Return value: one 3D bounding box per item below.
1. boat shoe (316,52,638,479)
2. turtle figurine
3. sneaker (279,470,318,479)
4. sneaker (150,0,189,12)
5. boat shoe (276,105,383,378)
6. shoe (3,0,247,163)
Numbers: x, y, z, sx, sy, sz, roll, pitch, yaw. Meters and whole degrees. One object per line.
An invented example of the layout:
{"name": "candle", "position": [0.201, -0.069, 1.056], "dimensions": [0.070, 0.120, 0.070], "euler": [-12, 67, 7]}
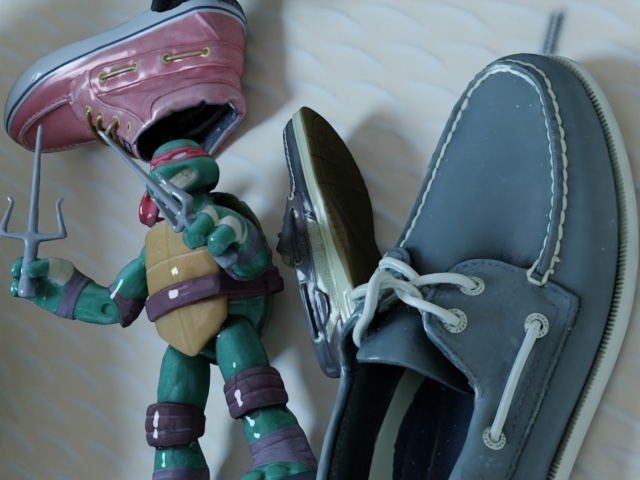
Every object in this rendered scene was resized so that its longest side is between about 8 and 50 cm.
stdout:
{"name": "boat shoe", "position": [0.063, 0.054, 0.911], "dimensions": [0.116, 0.099, 0.319], "euler": [3, 75, 43]}
{"name": "turtle figurine", "position": [-0.073, 0.028, 1.036], "dimensions": [0.175, 0.118, 0.234], "euler": [-30, 69, 48]}
{"name": "sneaker", "position": [-0.092, 0.212, 0.987], "dimensions": [0.300, 0.111, 0.121], "euler": [-43, 33, 11]}
{"name": "sneaker", "position": [-0.097, -0.181, 1.136], "dimensions": [0.077, 0.072, 0.178], "euler": [-36, 25, -2]}
{"name": "boat shoe", "position": [0.000, 0.000, 1.022], "dimensions": [0.049, 0.056, 0.152], "euler": [-31, 55, 24]}
{"name": "shoe", "position": [-0.117, -0.075, 1.153], "dimensions": [0.178, 0.063, 0.081], "euler": [-25, 52, 28]}
